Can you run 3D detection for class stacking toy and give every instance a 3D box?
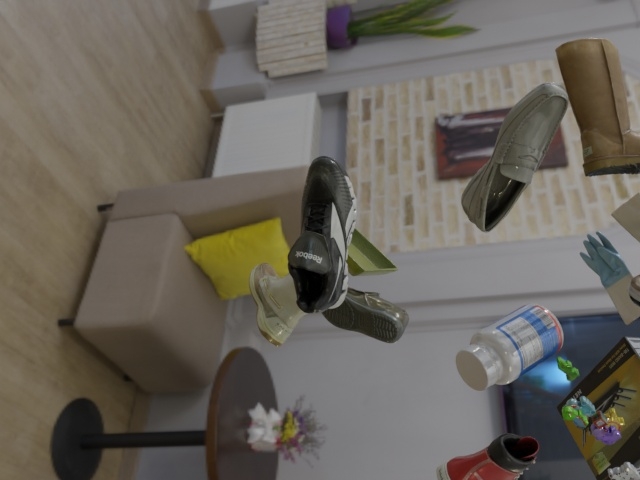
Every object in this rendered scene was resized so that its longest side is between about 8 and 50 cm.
[{"bbox_3d":[0.542,0.361,1.261,0.221,0.052,0.167,46,28,-10],"label":"stacking toy"}]

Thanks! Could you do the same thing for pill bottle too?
[{"bbox_3d":[0.396,0.228,1.332,0.124,0.221,0.124,41,-38,42],"label":"pill bottle"}]

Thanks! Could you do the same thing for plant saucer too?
[{"bbox_3d":[0.083,0.030,1.596,0.188,0.045,0.188,44,21,26],"label":"plant saucer"}]

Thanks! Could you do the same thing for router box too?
[{"bbox_3d":[0.751,0.429,1.558,0.243,0.080,0.309,-108,-148,-46],"label":"router box"}]

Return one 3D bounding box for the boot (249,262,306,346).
[{"bbox_3d":[-0.048,0.075,1.159,0.077,0.165,0.213,39,17,-29],"label":"boot"}]

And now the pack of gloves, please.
[{"bbox_3d":[0.710,0.042,1.411,0.046,0.195,0.232,11,44,-38],"label":"pack of gloves"}]

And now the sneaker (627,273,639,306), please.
[{"bbox_3d":[0.591,0.144,1.004,0.099,0.282,0.153,-121,-138,-61],"label":"sneaker"}]

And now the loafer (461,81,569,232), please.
[{"bbox_3d":[0.388,-0.154,1.237,0.112,0.112,0.320,-104,-151,-48],"label":"loafer"}]

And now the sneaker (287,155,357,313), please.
[{"bbox_3d":[0.000,0.000,0.893,0.106,0.078,0.235,-31,126,-64],"label":"sneaker"}]

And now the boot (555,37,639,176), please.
[{"bbox_3d":[0.609,-0.273,1.273,0.089,0.236,0.270,145,-61,-69],"label":"boot"}]

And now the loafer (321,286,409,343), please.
[{"bbox_3d":[0.098,0.163,1.463,0.087,0.251,0.095,-22,126,-46],"label":"loafer"}]

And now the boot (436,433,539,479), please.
[{"bbox_3d":[0.353,0.429,1.160,0.244,0.176,0.088,30,31,-38],"label":"boot"}]
